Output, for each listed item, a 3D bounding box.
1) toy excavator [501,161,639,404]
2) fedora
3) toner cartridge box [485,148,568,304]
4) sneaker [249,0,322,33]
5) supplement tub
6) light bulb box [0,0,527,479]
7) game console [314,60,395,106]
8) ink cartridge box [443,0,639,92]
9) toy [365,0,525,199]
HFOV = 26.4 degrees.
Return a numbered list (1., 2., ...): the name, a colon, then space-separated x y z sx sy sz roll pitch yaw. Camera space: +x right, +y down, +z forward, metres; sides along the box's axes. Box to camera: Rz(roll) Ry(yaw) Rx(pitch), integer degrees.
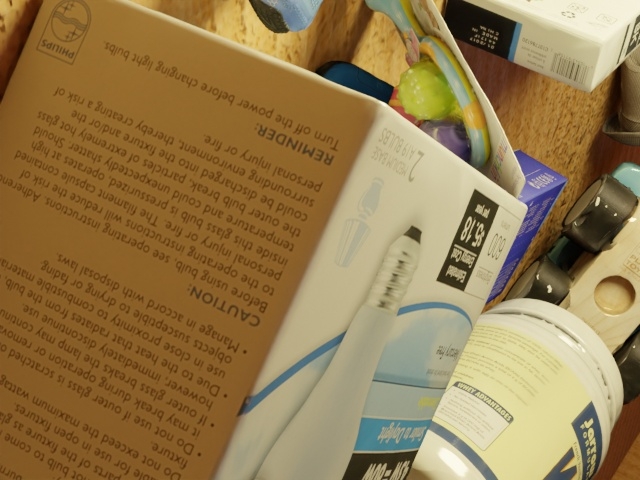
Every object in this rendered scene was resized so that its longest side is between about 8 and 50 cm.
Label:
1. toy excavator: 0.471 -0.029 2.023 0.433 0.222 0.445 -53 -179 15
2. fedora: 0.511 -0.234 1.947 0.275 0.244 0.124 -45 121 -56
3. toner cartridge box: 0.162 0.002 1.466 0.165 0.075 0.348 -61 165 18
4. sneaker: 0.053 -0.279 0.902 0.330 0.147 0.130 -61 158 -8
5. supplement tub: 0.167 0.223 1.473 0.325 0.235 0.235 -36 145 -43
6. light bulb box: -0.070 0.073 0.892 0.361 0.225 0.358 -66 157 2
7. game console: 0.000 0.000 1.237 0.250 0.173 0.293 24 91 -37
8. ink cartridge box: 0.272 -0.262 1.384 0.333 0.165 0.065 -40 147 -44
9. toy: 0.080 -0.119 1.069 0.056 0.237 0.137 -21 165 -4
